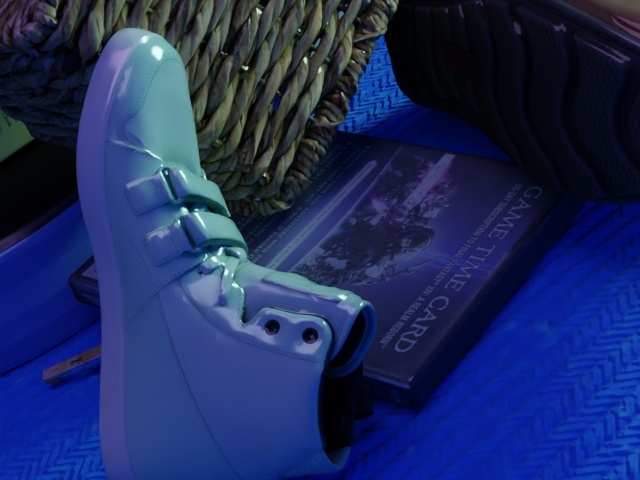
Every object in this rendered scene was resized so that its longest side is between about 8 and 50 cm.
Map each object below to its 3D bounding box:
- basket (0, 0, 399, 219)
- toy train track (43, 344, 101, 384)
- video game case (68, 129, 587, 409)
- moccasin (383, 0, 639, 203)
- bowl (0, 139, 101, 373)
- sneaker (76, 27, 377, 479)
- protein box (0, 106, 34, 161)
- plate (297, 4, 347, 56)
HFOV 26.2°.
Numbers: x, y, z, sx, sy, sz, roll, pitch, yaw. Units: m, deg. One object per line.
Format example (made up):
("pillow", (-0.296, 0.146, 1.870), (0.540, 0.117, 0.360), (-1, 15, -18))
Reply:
("basket", (-0.091, -0.189, 0.915), (0.213, 0.223, 0.299), (6, 68, 53))
("toy train track", (-0.135, 0.073, 0.869), (0.083, 0.014, 0.048), (-23, 36, 6))
("video game case", (0.000, 0.000, 0.862), (0.274, 0.026, 0.196), (15, 47, 37))
("moccasin", (0.158, -0.112, 0.845), (0.147, 0.139, 0.380), (-18, 13, -9))
("bowl", (-0.275, -0.027, 1.049), (0.391, 0.077, 0.391), (-16, 32, 11))
("sneaker", (-0.042, 0.006, 0.729), (0.151, 0.256, 0.094), (-7, -5, 22))
("protein box", (-0.323, -0.130, 0.969), (0.201, 0.200, 0.136), (-40, 35, -26))
("plate", (-0.032, -0.171, 1.165), (0.188, 0.024, 0.188), (-17, 31, 10))
